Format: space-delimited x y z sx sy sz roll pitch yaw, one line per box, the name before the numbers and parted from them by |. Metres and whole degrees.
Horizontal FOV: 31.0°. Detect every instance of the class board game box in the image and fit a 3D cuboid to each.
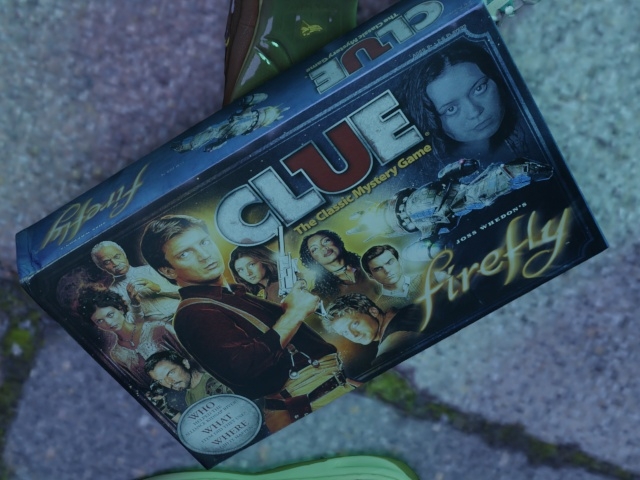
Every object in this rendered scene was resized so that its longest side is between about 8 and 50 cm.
board game box | 0.000 0.000 0.567 0.243 0.042 0.165 -31 127 9

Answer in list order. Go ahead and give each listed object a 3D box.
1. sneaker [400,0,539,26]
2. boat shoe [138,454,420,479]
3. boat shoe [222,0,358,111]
sneaker | 0.087 -0.124 0.556 0.075 0.057 0.161 28 101 0
boat shoe | -0.051 0.171 0.629 0.224 0.073 0.080 -12 104 4
boat shoe | -0.015 -0.098 0.566 0.064 0.060 0.178 2 114 -17
